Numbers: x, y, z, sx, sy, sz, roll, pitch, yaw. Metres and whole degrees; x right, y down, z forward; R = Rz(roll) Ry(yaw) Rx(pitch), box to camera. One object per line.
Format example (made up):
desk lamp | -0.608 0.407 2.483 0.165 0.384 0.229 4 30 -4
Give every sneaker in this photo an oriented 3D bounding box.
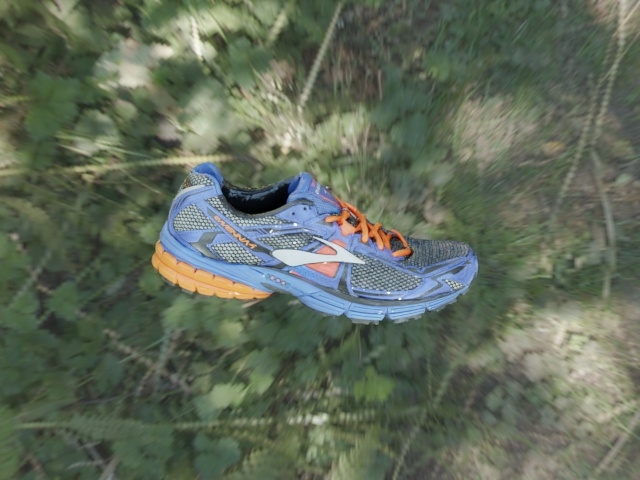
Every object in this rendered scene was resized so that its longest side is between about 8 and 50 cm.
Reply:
sneaker | 0.000 0.000 1.044 0.221 0.083 0.087 7 108 -6
